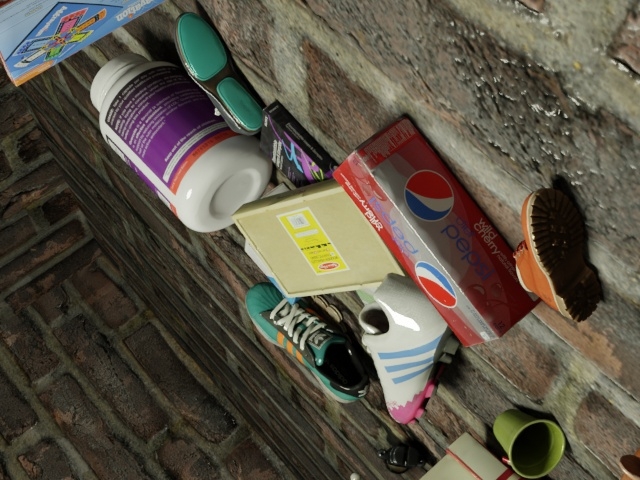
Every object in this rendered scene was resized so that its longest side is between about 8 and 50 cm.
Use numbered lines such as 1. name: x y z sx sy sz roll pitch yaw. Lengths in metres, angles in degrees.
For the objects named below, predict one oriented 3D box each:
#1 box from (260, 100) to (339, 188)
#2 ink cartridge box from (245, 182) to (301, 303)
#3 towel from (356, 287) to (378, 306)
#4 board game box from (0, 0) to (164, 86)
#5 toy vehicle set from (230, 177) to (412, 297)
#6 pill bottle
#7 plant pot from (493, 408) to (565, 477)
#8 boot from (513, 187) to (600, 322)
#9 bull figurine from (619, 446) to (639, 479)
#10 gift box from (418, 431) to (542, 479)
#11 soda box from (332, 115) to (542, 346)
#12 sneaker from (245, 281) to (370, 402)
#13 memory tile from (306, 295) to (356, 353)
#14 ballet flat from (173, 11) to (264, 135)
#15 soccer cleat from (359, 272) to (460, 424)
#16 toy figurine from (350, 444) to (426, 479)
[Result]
1. box: -0.027 -0.115 1.210 0.162 0.029 0.116 49 160 14
2. ink cartridge box: -0.057 0.010 1.417 0.139 0.082 0.190 48 159 12
3. towel: 0.102 0.105 1.321 0.113 0.023 0.152 25 149 57
4. board game box: -0.308 -0.326 1.100 0.027 0.281 0.145 47 160 18
5. toy vehicle set: 0.000 0.000 1.200 0.267 0.035 0.166 -11 119 48
6. pill bottle: -0.240 -0.173 1.367 0.323 0.181 0.181 44 159 25
7. plant pot: 0.276 0.269 1.127 0.083 0.083 0.079 59 171 -18
8. boot: 0.219 0.008 0.822 0.085 0.059 0.158 35 156 53
9. bull figurine: 0.331 0.224 0.736 0.101 0.188 0.310 40 157 31
10. gift box: 0.257 0.490 1.267 0.276 0.258 0.255 40 158 29
11. soda box: 0.133 -0.008 0.946 0.263 0.083 0.092 53 160 1
12. sneaker: -0.017 0.181 1.566 0.302 0.108 0.121 42 159 5
13. memory tile: 0.019 0.160 1.614 0.113 0.012 0.148 34 153 42
14. ballet flat: -0.157 -0.242 1.228 0.203 0.074 0.074 55 161 -13
15. soccer cleat: 0.120 0.153 1.191 0.143 0.116 0.331 26 146 12
16. toy figurine: 0.155 0.534 1.661 0.213 0.209 0.148 49 166 11
